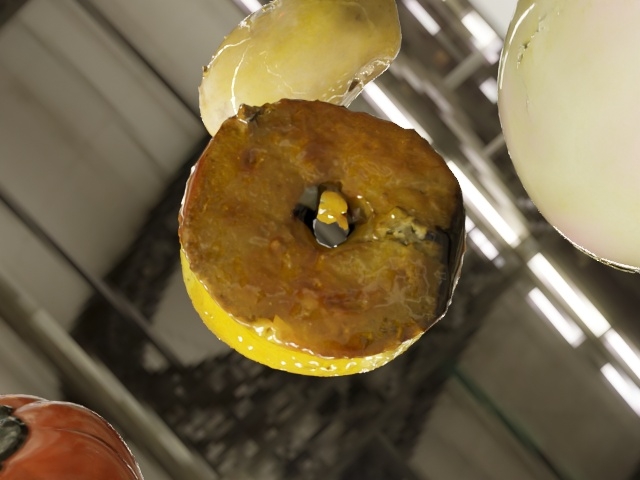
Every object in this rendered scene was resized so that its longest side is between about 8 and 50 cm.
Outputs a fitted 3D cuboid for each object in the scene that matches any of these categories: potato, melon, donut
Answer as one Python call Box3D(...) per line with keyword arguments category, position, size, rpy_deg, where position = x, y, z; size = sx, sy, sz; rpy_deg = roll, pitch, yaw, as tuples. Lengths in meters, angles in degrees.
Box3D(category="potato", position=(-0.022, -0.183, 2.051), size=(0.146, 0.234, 0.150), rpy_deg=(46, -176, -11))
Box3D(category="melon", position=(0.215, -0.098, 1.069), size=(0.223, 0.223, 0.317), rpy_deg=(50, 154, 4))
Box3D(category="donut", position=(0.000, -0.002, 1.614), size=(0.253, 0.118, 0.253), rpy_deg=(9, -131, -10))

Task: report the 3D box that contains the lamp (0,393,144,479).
Box3D(category="lamp", position=(-0.172, 0.175, 1.050), size=(0.187, 0.187, 0.164), rpy_deg=(-95, -8, -67))
